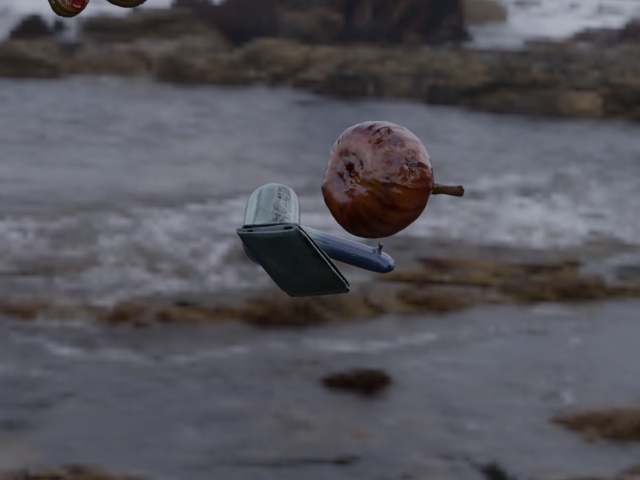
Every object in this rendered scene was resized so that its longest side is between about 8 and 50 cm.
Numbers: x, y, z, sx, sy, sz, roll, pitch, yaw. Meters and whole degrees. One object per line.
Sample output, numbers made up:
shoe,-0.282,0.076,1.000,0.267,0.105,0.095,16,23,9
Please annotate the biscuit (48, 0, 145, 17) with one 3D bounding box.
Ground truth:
biscuit,-0.341,-0.394,2.338,0.301,0.197,0.049,17,-21,-34

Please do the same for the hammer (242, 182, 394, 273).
hammer,0.000,0.000,2.131,0.194,0.069,0.116,18,32,-10

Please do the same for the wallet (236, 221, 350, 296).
wallet,-0.031,0.020,1.998,0.088,0.026,0.129,-6,-39,33

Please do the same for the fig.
fig,0.074,-0.073,1.887,0.150,0.128,0.128,-32,25,-24
